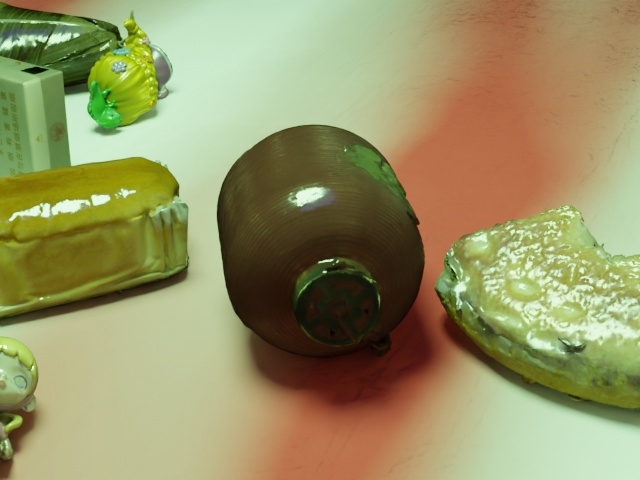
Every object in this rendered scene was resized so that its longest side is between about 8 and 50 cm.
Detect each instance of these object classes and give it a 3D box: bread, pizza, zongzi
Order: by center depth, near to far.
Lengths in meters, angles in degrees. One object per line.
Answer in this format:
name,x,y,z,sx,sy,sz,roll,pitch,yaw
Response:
pizza,0.232,0.063,0.901,0.305,0.085,0.161,16,57,34
bread,-0.251,-0.010,1.057,0.241,0.107,0.136,-12,28,-16
zongzi,-0.393,-0.217,1.467,0.248,0.111,0.241,10,49,11

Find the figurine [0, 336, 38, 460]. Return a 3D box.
figurine,-0.266,0.144,0.836,0.083,0.083,0.187,0,42,6

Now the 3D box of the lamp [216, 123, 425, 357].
lamp,0.000,0.000,0.960,0.180,0.180,0.258,-6,28,-5

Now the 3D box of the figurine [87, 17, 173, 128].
figurine,-0.257,-0.214,1.413,0.095,0.115,0.156,1,30,29

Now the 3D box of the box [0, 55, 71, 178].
box,-0.377,-0.140,1.265,0.201,0.141,0.058,19,31,32
